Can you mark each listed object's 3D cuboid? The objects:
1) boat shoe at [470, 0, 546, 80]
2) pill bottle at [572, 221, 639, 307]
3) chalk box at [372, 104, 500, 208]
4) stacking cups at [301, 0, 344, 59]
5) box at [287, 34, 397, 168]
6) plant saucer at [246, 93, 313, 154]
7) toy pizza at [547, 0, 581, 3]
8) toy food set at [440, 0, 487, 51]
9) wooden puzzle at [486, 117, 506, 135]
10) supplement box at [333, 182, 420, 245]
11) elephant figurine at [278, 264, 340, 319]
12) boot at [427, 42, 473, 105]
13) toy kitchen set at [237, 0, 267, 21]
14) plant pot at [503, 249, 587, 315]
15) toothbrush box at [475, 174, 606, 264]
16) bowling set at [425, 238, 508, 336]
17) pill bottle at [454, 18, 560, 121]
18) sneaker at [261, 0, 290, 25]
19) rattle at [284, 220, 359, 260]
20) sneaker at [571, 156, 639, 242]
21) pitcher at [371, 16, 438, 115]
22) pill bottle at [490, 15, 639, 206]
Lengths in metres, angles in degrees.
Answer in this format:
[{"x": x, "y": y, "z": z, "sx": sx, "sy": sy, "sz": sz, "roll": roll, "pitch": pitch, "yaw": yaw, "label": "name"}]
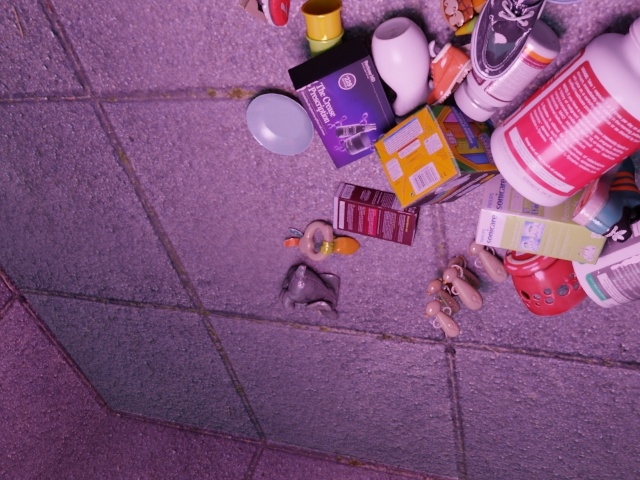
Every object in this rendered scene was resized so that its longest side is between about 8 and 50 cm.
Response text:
[{"x": 0.368, "y": -0.443, "z": 1.134, "sx": 0.108, "sy": 0.102, "sz": 0.301, "roll": 23, "pitch": 114, "yaw": 1, "label": "boat shoe"}, {"x": 0.811, "y": 0.015, "z": 1.449, "sx": 0.204, "sy": 0.204, "sz": 0.361, "roll": 41, "pitch": 136, "yaw": -18, "label": "pill bottle"}, {"x": 0.302, "y": -0.200, "z": 1.446, "sx": 0.180, "sy": 0.289, "sz": 0.179, "roll": -32, "pitch": 76, "yaw": 41, "label": "chalk box"}, {"x": 0.026, "y": -0.419, "z": 1.469, "sx": 0.096, "sy": 0.096, "sz": 0.316, "roll": 7, "pitch": 140, "yaw": 18, "label": "stacking cups"}, {"x": 0.064, "y": -0.321, "z": 1.444, "sx": 0.184, "sy": 0.103, "sz": 0.261, "roll": -26, "pitch": 137, "yaw": 7, "label": "box"}, {"x": -0.105, "y": -0.321, "z": 1.652, "sx": 0.195, "sy": 0.037, "sz": 0.195, "roll": 13, "pitch": 137, "yaw": 13, "label": "plant saucer"}, {"x": 0.477, "y": -0.553, "z": 1.156, "sx": 0.201, "sy": 0.032, "sz": 0.201, "roll": 12, "pitch": 135, "yaw": 12, "label": "toy pizza"}, {"x": 0.297, "y": -0.485, "z": 1.235, "sx": 0.132, "sy": 0.038, "sz": 0.192, "roll": -9, "pitch": 105, "yaw": 46, "label": "toy food set"}, {"x": 0.454, "y": -0.257, "z": 1.479, "sx": 0.116, "sy": 0.014, "sz": 0.078, "roll": 16, "pitch": 137, "yaw": 9, "label": "wooden puzzle"}, {"x": 0.161, "y": -0.076, "z": 1.752, "sx": 0.239, "sy": 0.073, "sz": 0.130, "roll": 14, "pitch": 138, "yaw": 12, "label": "supplement box"}, {"x": -0.005, "y": 0.181, "z": 2.053, "sx": 0.239, "sy": 0.186, "sz": 0.169, "roll": 22, "pitch": 96, "yaw": -13, "label": "elephant figurine"}, {"x": 0.267, "y": -0.360, "z": 1.335, "sx": 0.085, "sy": 0.059, "sz": 0.158, "roll": 39, "pitch": 141, "yaw": 3, "label": "boot"}, {"x": -0.152, "y": -0.576, "z": 1.428, "sx": 0.068, "sy": 0.075, "sz": 0.083, "roll": 44, "pitch": 109, "yaw": 33, "label": "toy kitchen set"}, {"x": 0.598, "y": 0.080, "z": 1.624, "sx": 0.191, "sy": 0.191, "sz": 0.174, "roll": -23, "pitch": 118, "yaw": 39, "label": "plant pot"}, {"x": 0.538, "y": -0.075, "z": 1.481, "sx": 0.283, "sy": 0.206, "sz": 0.122, "roll": 10, "pitch": 136, "yaw": 16, "label": "toothbrush box"}, {"x": 0.384, "y": 0.130, "z": 1.790, "sx": 0.154, "sy": 0.287, "sz": 0.200, "roll": 47, "pitch": 167, "yaw": -14, "label": "bowling set"}, {"x": 0.396, "y": -0.367, "z": 1.314, "sx": 0.121, "sy": 0.121, "sz": 0.221, "roll": 32, "pitch": 138, "yaw": -9, "label": "pill bottle"}, {"x": -0.061, "y": -0.585, "z": 1.322, "sx": 0.118, "sy": 0.107, "sz": 0.279, "roll": 13, "pitch": 140, "yaw": -1, "label": "sneaker"}, {"x": 0.000, "y": 0.000, "z": 1.935, "sx": 0.200, "sy": 0.143, "sz": 0.130, "roll": -11, "pitch": 96, "yaw": 51, "label": "rattle"}, {"x": 0.649, "y": -0.090, "z": 1.336, "sx": 0.121, "sy": 0.302, "sz": 0.108, "roll": 39, "pitch": 137, "yaw": 10, "label": "sneaker"}, {"x": 0.217, "y": -0.402, "z": 1.378, "sx": 0.178, "sy": 0.125, "sz": 0.207, "roll": -19, "pitch": 136, "yaw": 13, "label": "pitcher"}, {"x": 0.568, "y": -0.268, "z": 1.253, "sx": 0.229, "sy": 0.229, "sz": 0.407, "roll": 34, "pitch": 136, "yaw": -10, "label": "pill bottle"}]
